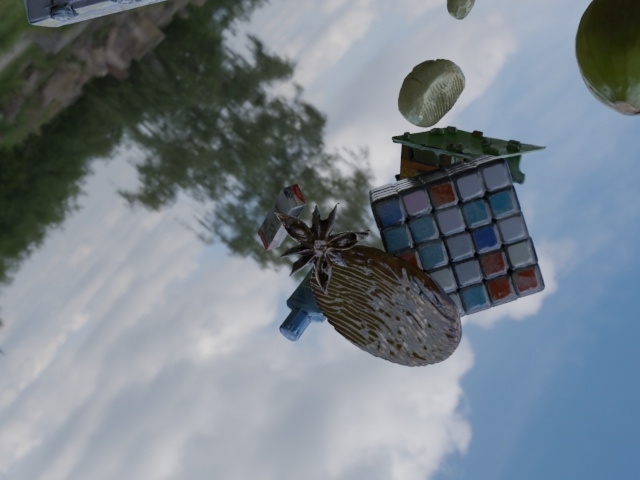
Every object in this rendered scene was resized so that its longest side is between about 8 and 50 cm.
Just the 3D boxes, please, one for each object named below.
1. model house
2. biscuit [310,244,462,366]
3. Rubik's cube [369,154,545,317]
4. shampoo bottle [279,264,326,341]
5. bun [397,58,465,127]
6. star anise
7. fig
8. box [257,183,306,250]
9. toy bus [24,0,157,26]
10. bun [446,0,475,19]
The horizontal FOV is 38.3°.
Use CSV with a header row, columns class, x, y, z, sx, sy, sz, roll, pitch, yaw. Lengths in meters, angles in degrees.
class,x,y,z,sx,sy,sz,roll,pitch,yaw
model house,0.371,-0.110,2.312,0.243,0.312,0.358,-17,-156,-39
biscuit,0.121,0.132,1.769,0.318,0.318,0.040,-29,-159,52
Rubik's cube,0.276,-0.006,1.947,0.287,0.291,0.293,-18,-176,4
shampoo bottle,-0.006,0.120,2.090,0.258,0.104,0.061,-52,150,-31
bun,0.260,-0.358,2.204,0.188,0.164,0.111,-48,-125,-9
star anise,-0.011,-0.003,1.272,0.124,0.129,0.056,-55,-166,7
fig,0.820,-0.488,2.400,0.343,0.343,0.343,-44,-166,14
box,-0.085,-0.048,1.992,0.040,0.055,0.218,-18,162,-25
toy bus,-0.426,-0.498,1.822,0.330,0.108,0.136,-5,-179,26
bun,0.288,-0.498,1.896,0.086,0.055,0.086,-161,-90,-84
